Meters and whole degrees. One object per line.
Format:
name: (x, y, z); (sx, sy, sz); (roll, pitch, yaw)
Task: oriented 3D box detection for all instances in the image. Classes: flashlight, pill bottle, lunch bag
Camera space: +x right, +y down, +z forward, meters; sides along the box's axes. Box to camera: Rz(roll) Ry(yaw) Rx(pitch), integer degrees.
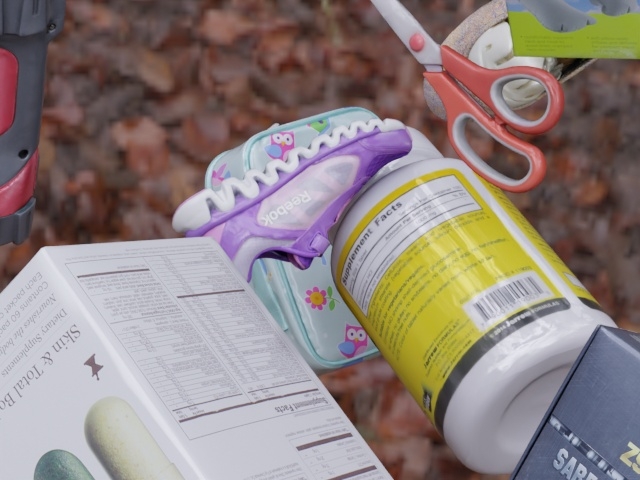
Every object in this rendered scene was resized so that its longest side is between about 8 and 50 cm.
flashlight: (-0.302, -0.131, 1.576); (0.103, 0.304, 0.103); (25, 42, 16)
pill bottle: (0.127, 0.044, 1.629); (0.188, 0.188, 0.334); (-16, 47, -22)
lunch bag: (0.000, 0.000, 1.869); (0.224, 0.108, 0.279); (-19, 87, -34)

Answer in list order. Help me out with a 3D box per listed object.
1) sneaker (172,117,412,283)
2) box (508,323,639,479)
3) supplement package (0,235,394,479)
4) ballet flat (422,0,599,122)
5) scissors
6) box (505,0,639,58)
sneaker: (-0.013, -0.031, 1.591); (0.236, 0.095, 0.104); (-27, 82, -11)
box: (0.233, 0.192, 1.151); (0.059, 0.183, 0.232); (14, 20, -44)
supplement package: (-0.111, 0.161, 1.136); (0.263, 0.199, 0.198); (52, 24, 17)
ballet flat: (0.224, -0.200, 1.643); (0.107, 0.316, 0.106); (50, 24, -14)
scissors: (0.092, -0.152, 1.500); (0.297, 0.109, 0.021); (38, 27, 28)
box: (0.185, -0.206, 1.247); (0.109, 0.178, 0.042); (3, 54, 17)
